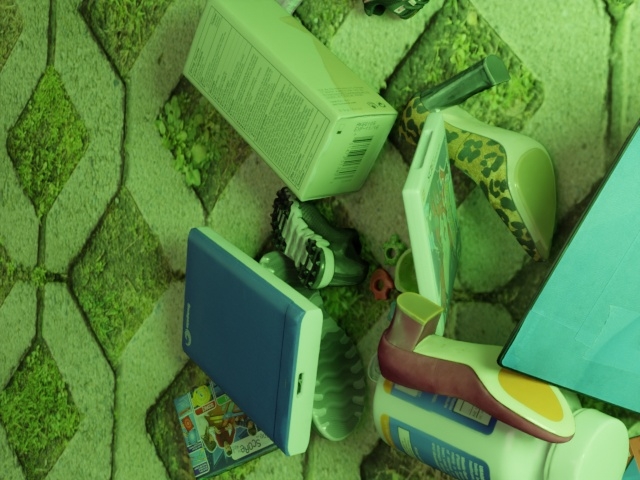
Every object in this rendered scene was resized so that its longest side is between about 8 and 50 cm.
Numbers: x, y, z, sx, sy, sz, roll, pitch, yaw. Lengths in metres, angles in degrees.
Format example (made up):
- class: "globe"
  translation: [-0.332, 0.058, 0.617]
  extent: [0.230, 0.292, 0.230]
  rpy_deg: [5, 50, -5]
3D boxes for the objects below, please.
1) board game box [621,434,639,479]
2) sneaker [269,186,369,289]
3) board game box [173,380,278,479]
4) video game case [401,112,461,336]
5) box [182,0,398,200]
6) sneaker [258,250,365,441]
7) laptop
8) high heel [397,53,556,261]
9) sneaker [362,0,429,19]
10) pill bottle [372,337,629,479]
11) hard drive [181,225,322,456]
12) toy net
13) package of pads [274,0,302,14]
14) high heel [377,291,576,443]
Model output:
- class: "board game box"
  translation: [0.353, 0.373, 1.029]
  extent: [0.145, 0.027, 0.281]
  rpy_deg: [-26, 73, 35]
- class: "sneaker"
  translation: [0.000, 0.000, 1.285]
  extent: [0.234, 0.106, 0.078]
  rpy_deg: [56, 132, 54]
- class: "board game box"
  translation: [-0.133, 0.275, 1.397]
  extent: [0.201, 0.035, 0.136]
  rpy_deg: [-30, 70, 33]
- class: "video game case"
  translation: [0.135, -0.020, 1.072]
  extent: [0.023, 0.183, 0.201]
  rpy_deg: [-1, 124, 18]
- class: "box"
  translation: [-0.052, -0.211, 1.289]
  extent: [0.311, 0.121, 0.148]
  rpy_deg: [49, 130, 28]
- class: "sneaker"
  translation: [-0.024, 0.157, 1.301]
  extent: [0.115, 0.105, 0.281]
  rpy_deg: [-49, 56, 50]
- class: "laptop"
  translation: [0.459, 0.071, 0.834]
  extent: [0.408, 0.236, 0.382]
  rpy_deg: [38, 110, 32]
- class: "high heel"
  translation: [0.194, -0.081, 1.154]
  extent: [0.186, 0.093, 0.261]
  rpy_deg: [-25, 80, 51]
- class: "sneaker"
  translation: [0.128, -0.337, 1.221]
  extent: [0.178, 0.072, 0.077]
  rpy_deg: [7, 104, 45]
- class: "pill bottle"
  translation: [0.205, 0.215, 1.053]
  extent: [0.272, 0.152, 0.152]
  rpy_deg: [17, 98, 43]
- class: "hard drive"
  translation: [-0.108, 0.131, 1.288]
  extent: [0.318, 0.040, 0.210]
  rpy_deg: [32, 122, 50]
- class: "toy net"
  translation: [0.097, 0.114, 1.225]
  extent: [0.122, 0.045, 0.232]
  rpy_deg: [20, 100, 36]
- class: "package of pads"
  translation: [-0.058, -0.384, 1.376]
  extent: [0.050, 0.032, 0.083]
  rpy_deg: [-45, 63, 24]
- class: "high heel"
  translation: [0.159, 0.164, 0.986]
  extent: [0.244, 0.082, 0.117]
  rpy_deg: [32, 130, 28]
